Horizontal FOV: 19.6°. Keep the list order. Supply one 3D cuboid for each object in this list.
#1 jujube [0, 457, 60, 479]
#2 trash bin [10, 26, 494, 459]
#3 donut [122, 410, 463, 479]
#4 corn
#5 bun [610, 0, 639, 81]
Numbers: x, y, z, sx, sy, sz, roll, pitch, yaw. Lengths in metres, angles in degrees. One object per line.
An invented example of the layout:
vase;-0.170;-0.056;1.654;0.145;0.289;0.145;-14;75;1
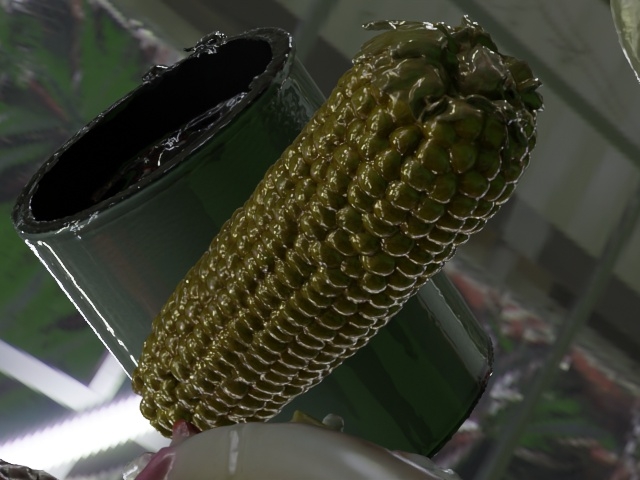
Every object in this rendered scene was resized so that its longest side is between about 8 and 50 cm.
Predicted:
jujube;-0.052;0.089;0.336;0.166;0.104;0.104;11;-80;0
trash bin;-0.041;0.025;1.230;0.217;0.277;0.262;-26;-67;23
donut;0.010;0.248;0.684;0.142;0.382;0.382;-25;-61;-38
corn;0.001;0.004;0.845;0.091;0.091;0.260;18;-47;-31
bun;0.232;-0.135;1.160;0.115;0.069;0.115;35;-136;-42
